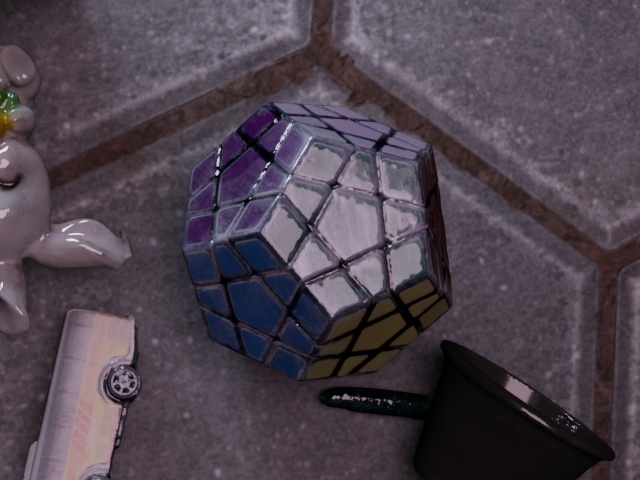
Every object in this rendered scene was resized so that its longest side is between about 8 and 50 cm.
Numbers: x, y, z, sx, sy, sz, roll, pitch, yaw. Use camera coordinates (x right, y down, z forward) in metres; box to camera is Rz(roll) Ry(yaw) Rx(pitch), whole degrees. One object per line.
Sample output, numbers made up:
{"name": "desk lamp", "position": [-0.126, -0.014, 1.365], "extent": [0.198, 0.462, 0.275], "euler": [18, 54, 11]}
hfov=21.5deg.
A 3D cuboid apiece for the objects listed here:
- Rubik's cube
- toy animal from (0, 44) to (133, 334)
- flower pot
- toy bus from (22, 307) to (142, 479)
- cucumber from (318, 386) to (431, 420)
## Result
{"name": "Rubik's cube", "position": [0.000, 0.000, 1.847], "extent": [0.319, 0.319, 0.264], "euler": [49, 48, -5]}
{"name": "toy animal", "position": [-0.352, -0.073, 1.815], "extent": [0.208, 0.154, 0.325], "euler": [-35, 91, -14]}
{"name": "flower pot", "position": [0.202, 0.237, 1.919], "extent": [0.235, 0.235, 0.148], "euler": [31, 95, -10]}
{"name": "toy bus", "position": [-0.260, 0.209, 1.842], "extent": [0.106, 0.092, 0.268], "euler": [12, 80, -5]}
{"name": "cucumber", "position": [0.062, 0.187, 1.963], "extent": [0.133, 0.032, 0.032], "euler": [8, 81, -14]}
